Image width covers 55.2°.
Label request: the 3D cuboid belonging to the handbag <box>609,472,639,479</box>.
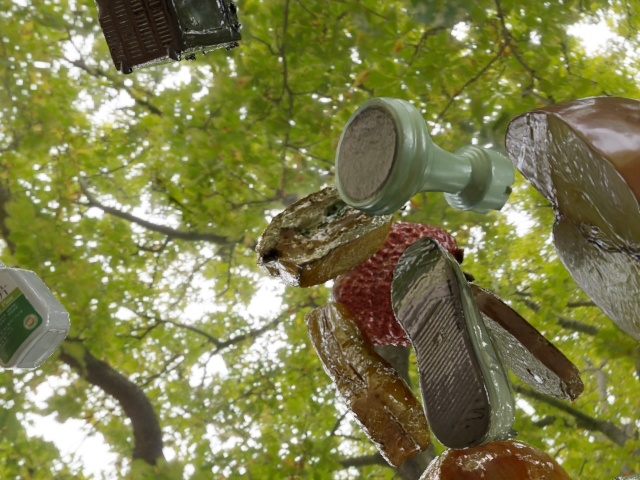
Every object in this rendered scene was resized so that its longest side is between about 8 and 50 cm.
[{"bbox_3d":[0.648,0.597,1.283,0.220,0.079,0.255,-12,-67,7],"label":"handbag"}]

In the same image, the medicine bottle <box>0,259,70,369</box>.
[{"bbox_3d":[-0.476,0.104,0.939,0.183,0.069,0.119,43,-85,21],"label":"medicine bottle"}]

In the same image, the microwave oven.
[{"bbox_3d":[-0.289,-0.442,1.203,0.188,0.247,0.177,-6,-71,23],"label":"microwave oven"}]

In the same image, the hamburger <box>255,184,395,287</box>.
[{"bbox_3d":[0.000,0.000,1.111,0.144,0.283,0.156,49,-32,21],"label":"hamburger"}]

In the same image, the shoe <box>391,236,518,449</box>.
[{"bbox_3d":[0.159,0.115,0.733,0.103,0.098,0.274,-37,-133,34],"label":"shoe"}]

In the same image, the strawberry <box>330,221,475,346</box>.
[{"bbox_3d":[0.189,0.117,1.489,0.267,0.352,0.311,125,-54,-75],"label":"strawberry"}]

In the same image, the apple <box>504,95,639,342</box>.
[{"bbox_3d":[0.397,-0.026,0.800,0.329,0.365,0.294,19,-78,-9],"label":"apple"}]

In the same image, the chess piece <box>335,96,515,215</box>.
[{"bbox_3d":[0.194,-0.125,1.062,0.195,0.299,0.194,-18,-111,55],"label":"chess piece"}]

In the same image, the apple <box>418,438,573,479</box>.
[{"bbox_3d":[0.308,0.491,1.050,0.302,0.302,0.301,7,-78,36],"label":"apple"}]

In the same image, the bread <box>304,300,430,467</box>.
[{"bbox_3d":[0.082,0.249,1.146,0.109,0.380,0.185,-38,-66,-1],"label":"bread"}]

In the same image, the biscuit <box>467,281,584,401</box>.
[{"bbox_3d":[0.307,0.159,0.993,0.257,0.273,0.049,41,-95,13],"label":"biscuit"}]
